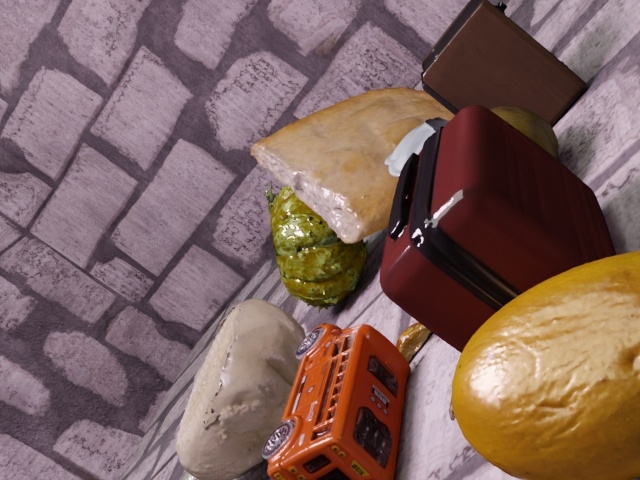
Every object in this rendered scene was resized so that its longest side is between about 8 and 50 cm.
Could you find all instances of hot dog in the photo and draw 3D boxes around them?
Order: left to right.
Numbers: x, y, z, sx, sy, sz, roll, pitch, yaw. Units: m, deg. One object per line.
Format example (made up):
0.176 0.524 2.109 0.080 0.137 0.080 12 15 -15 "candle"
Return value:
0.140 0.152 1.148 0.090 0.034 0.030 -54 8 4 "hot dog"

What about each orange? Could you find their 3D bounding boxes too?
0.000 0.000 1.701 0.223 0.300 0.301 -15 22 1 "orange"

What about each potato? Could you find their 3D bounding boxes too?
0.270 -0.118 1.127 0.174 0.159 0.251 -14 20 26 "potato"

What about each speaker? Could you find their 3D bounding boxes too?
0.313 -0.290 1.310 0.192 0.231 0.153 -50 10 20 "speaker"

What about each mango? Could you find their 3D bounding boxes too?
0.227 0.097 0.589 0.317 0.119 0.176 -34 35 33 "mango"

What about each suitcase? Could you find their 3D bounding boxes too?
0.193 -0.005 0.815 0.161 0.236 0.297 -49 9 30 "suitcase"

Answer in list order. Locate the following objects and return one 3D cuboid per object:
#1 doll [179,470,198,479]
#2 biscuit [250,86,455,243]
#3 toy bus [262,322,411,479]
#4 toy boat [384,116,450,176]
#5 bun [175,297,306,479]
-0.286 0.557 1.684 0.214 0.072 0.103 -61 2 -4 "doll"
0.118 -0.194 1.585 0.446 0.104 0.429 -26 39 -10 "biscuit"
0.038 0.231 1.056 0.153 0.143 0.329 -38 14 25 "toy bus"
0.221 -0.148 1.315 0.290 0.199 0.100 -70 -1 -70 "toy boat"
-0.133 0.298 1.466 0.359 0.211 0.359 -60 12 21 "bun"
